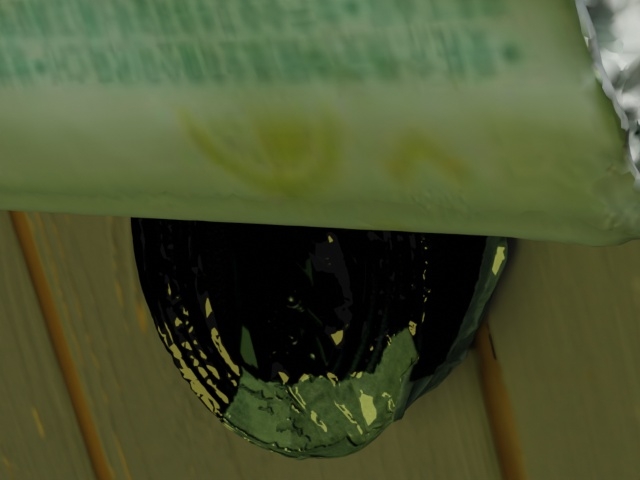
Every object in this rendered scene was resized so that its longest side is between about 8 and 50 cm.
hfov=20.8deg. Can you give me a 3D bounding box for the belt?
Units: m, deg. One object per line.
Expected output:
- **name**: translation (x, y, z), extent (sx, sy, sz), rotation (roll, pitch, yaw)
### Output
- **belt**: translation (0.000, 0.000, 0.725), extent (0.151, 0.078, 0.198), rotation (20, 124, 26)

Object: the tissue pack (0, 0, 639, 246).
- **tissue pack**: translation (-0.022, -0.129, 0.518), extent (0.388, 0.287, 0.162), rotation (4, 123, 40)
